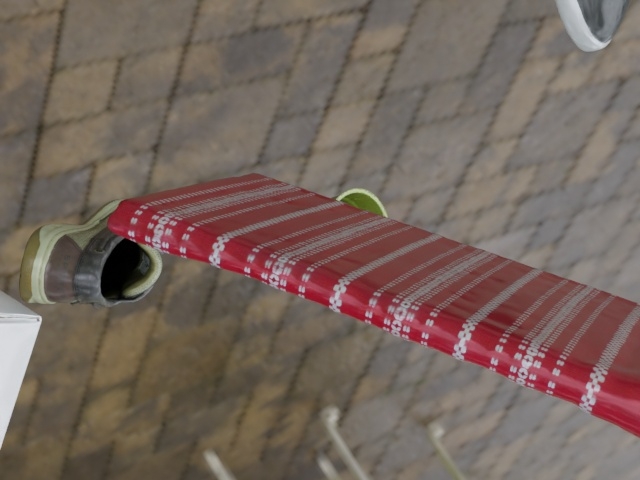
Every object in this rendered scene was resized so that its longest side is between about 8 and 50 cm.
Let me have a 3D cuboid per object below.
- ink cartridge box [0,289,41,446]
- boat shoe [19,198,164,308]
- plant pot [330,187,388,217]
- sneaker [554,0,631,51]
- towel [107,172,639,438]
[{"bbox_3d":[-0.337,0.087,1.148,0.100,0.237,0.171,5,108,-52],"label":"ink cartridge box"},{"bbox_3d":[-0.161,0.018,1.214,0.223,0.073,0.080,-21,126,-72],"label":"boat shoe"},{"bbox_3d":[0.000,0.000,1.201,0.079,0.083,0.083,2,-177,42],"label":"plant pot"},{"bbox_3d":[0.268,-0.287,1.167,0.105,0.147,0.295,29,70,-47],"label":"sneaker"},{"bbox_3d":[0.053,0.026,0.769,0.199,0.275,0.031,-20,128,-72],"label":"towel"}]
